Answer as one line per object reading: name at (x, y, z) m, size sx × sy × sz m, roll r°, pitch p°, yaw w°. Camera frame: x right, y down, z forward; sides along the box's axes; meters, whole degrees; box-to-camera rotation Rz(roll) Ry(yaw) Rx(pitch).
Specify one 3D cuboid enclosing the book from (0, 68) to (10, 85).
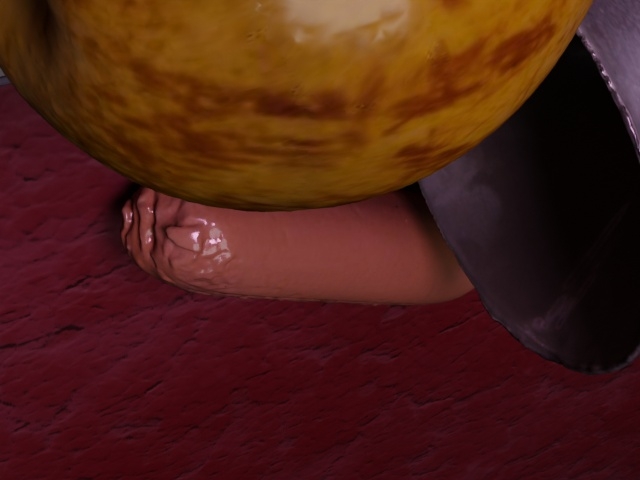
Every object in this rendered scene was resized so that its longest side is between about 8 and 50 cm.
book at (-0.174, -0.125, 0.623) m, size 0.231 × 0.026 × 0.157 m, roll -15°, pitch 144°, yaw -23°

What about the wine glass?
wine glass at (0.265, -0.127, 0.767) m, size 0.406 × 0.267 × 0.267 m, roll -25°, pitch 148°, yaw -15°

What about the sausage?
sausage at (0.000, 0.000, 0.874) m, size 0.289 × 0.086 × 0.086 m, roll 7°, pitch 132°, yaw -43°

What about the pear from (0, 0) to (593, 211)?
pear at (-0.010, -0.152, 0.494) m, size 0.281 × 0.281 × 0.281 m, roll -21°, pitch 146°, yaw -14°
